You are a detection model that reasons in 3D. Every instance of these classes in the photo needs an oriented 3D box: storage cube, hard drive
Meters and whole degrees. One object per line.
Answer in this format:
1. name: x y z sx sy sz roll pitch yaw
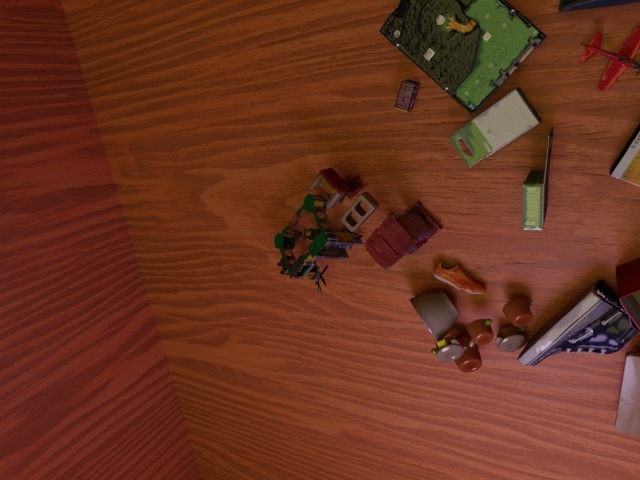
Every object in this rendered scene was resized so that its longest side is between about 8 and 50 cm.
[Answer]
1. storage cube: 0.858 0.136 1.041 0.215 0.193 0.184 -35 90 37
2. hard drive: 0.347 -0.520 1.087 0.339 0.064 0.237 44 127 6

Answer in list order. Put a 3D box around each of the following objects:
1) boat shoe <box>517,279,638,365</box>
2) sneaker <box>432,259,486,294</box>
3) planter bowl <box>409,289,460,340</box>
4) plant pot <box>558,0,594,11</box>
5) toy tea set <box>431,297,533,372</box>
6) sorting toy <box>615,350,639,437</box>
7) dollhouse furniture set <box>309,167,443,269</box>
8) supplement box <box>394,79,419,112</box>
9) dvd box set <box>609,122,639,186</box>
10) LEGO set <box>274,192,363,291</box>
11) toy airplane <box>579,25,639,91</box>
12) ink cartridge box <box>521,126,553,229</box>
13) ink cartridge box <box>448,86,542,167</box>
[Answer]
1. boat shoe: 0.727 0.283 1.219 0.158 0.127 0.341 43 125 18
2. sneaker: 0.443 0.117 1.368 0.175 0.064 0.067 26 111 17
3. planter bowl: 0.382 0.229 1.406 0.109 0.162 0.162 -36 89 11
4. plant pot: 0.655 -0.594 0.836 0.252 0.247 0.248 5 114 12
5. toy tea set: 0.516 0.285 1.366 0.336 0.124 0.200 -33 126 19
6. sorting toy: 0.958 0.420 1.163 0.255 0.089 0.257 5 113 30
7. dollhouse furniture set: 0.174 -0.108 1.361 0.374 0.201 0.152 49 127 12
8. supplement box: 0.252 -0.421 1.261 0.043 0.055 0.083 24 121 19
9. dvd box set: 0.931 -0.198 0.936 0.420 0.062 0.308 29 122 18
10. LEGO set: 0.000 0.000 1.553 0.331 0.192 0.255 -55 48 32
11. toy airplane: 0.682 -0.434 1.010 0.151 0.028 0.151 11 114 26
12. ink cartridge box: 0.558 -0.162 1.111 0.056 0.171 0.235 4 111 30
13. ink cartridge box: 0.469 -0.303 1.173 0.209 0.062 0.109 -35 90 37
